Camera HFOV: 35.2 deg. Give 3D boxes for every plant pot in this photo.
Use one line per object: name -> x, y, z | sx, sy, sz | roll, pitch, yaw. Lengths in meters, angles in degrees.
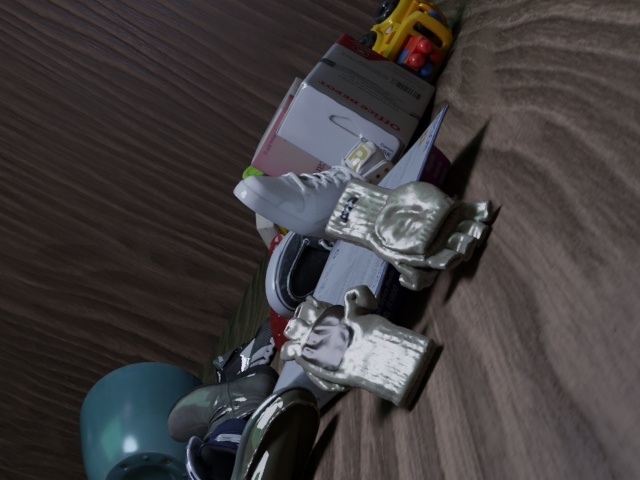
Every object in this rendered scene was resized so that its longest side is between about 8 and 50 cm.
plant pot -> -0.353, 0.435, 2.070 | 0.293, 0.293, 0.235 | -60, 20, 18

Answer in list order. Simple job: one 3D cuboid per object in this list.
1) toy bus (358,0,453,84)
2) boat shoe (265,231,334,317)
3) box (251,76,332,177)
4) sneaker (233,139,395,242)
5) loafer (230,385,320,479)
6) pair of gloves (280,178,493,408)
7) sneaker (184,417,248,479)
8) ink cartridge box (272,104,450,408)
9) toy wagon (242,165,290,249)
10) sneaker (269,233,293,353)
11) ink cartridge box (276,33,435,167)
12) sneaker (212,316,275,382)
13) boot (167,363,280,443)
toy bus -> 0.177, -0.370, 1.919 | 0.220, 0.149, 0.211 | -60, 19, -7
boat shoe -> 0.020, -0.002, 1.703 | 0.306, 0.113, 0.105 | -51, 17, -30
box -> 0.013, -0.167, 1.863 | 0.148, 0.232, 0.127 | -57, 9, 38
sneaker -> 0.012, -0.092, 1.524 | 0.108, 0.292, 0.169 | 47, 111, 38
loafer -> -0.059, 0.298, 1.211 | 0.087, 0.094, 0.251 | 18, 83, 54
pair of gloves -> 0.064, 0.051, 1.054 | 0.204, 0.042, 0.240 | 7, 69, 47
sneaker -> -0.123, 0.293, 1.366 | 0.282, 0.099, 0.153 | -89, -3, -63
ink cartridge box -> 0.071, 0.035, 1.307 | 0.330, 0.071, 0.324 | -48, 15, 53
toy wagon -> -0.038, -0.103, 2.036 | 0.068, 0.267, 0.344 | -7, 39, 28
sneaker -> -0.017, 0.096, 1.772 | 0.087, 0.128, 0.221 | -158, 66, -62
ink cartridge box -> 0.066, -0.223, 1.727 | 0.114, 0.197, 0.273 | -59, 0, 31
sneaker -> -0.164, 0.250, 2.073 | 0.234, 0.106, 0.078 | -63, 7, -13
boot -> -0.183, 0.310, 1.740 | 0.246, 0.083, 0.161 | -29, 16, 19
